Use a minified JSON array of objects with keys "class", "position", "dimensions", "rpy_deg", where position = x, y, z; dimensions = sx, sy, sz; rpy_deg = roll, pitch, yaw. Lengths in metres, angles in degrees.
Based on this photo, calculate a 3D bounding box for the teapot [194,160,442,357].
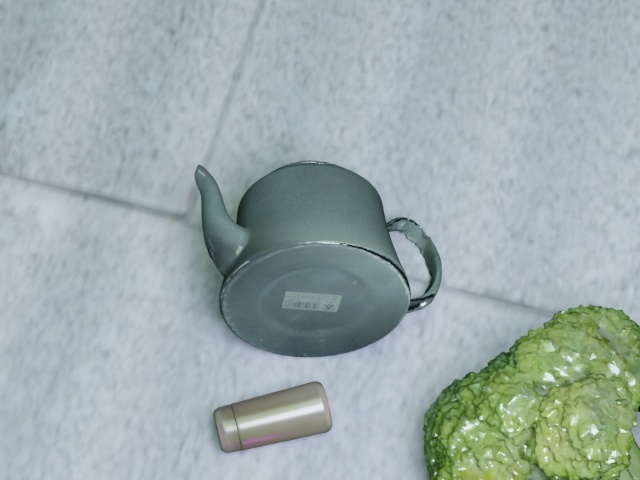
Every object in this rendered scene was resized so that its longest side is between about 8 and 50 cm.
[{"class":"teapot","position":[0.000,0.000,1.539],"dimensions":[0.239,0.162,0.149],"rpy_deg":[14,47,-22]}]

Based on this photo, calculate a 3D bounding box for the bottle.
[{"class":"bottle","position":[-0.041,0.151,1.503],"dimensions":[0.096,0.045,0.045],"rpy_deg":[-12,63,-6]}]

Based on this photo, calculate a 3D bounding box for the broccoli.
[{"class":"broccoli","position":[0.208,0.203,1.400],"dimensions":[0.254,0.186,0.302],"rpy_deg":[-16,57,-20]}]
